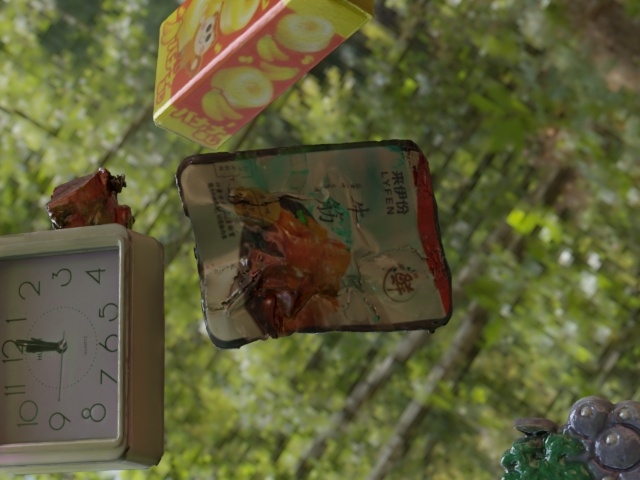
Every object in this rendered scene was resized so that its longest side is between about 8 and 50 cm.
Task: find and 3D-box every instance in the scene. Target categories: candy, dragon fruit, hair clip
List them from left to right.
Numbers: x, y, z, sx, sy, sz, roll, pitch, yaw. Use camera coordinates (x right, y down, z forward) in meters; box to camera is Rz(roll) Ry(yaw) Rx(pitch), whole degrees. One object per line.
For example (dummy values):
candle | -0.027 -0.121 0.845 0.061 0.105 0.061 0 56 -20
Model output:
dragon fruit | -0.267 -0.032 1.942 0.147 0.096 0.102 -108 -2 -67
candy | -0.062 -0.225 1.669 0.088 0.276 0.146 25 -133 -29
hair clip | 0.252 0.198 1.436 0.195 0.124 0.052 -8 177 16

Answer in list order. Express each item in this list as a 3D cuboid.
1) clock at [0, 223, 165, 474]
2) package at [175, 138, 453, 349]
clock | -0.206 0.090 1.315 0.146 0.192 0.071 -5 167 21
package | 0.000 0.000 1.302 0.232 0.166 0.040 -4 171 -25
